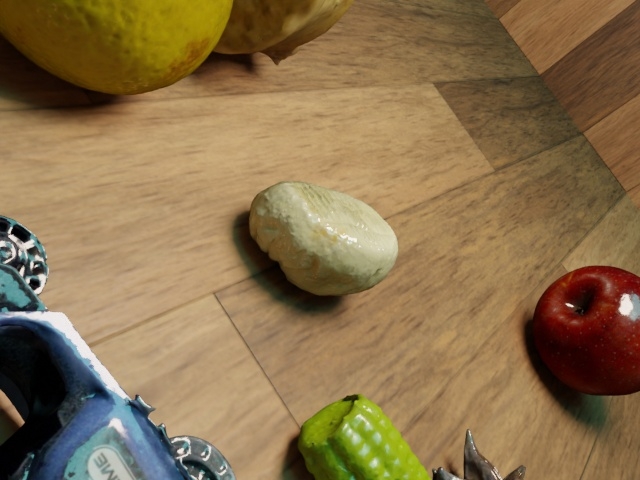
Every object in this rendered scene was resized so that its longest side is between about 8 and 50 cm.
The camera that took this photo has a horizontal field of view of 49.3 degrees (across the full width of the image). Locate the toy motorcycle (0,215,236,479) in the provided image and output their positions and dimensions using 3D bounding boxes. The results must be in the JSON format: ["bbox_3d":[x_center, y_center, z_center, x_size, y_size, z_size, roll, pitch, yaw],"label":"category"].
[{"bbox_3d":[-0.194,0.143,0.441,0.358,0.125,0.213,55,37,0],"label":"toy motorcycle"}]

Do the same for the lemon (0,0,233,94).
[{"bbox_3d":[-0.215,-0.275,0.707,0.267,0.267,0.267,32,38,-28],"label":"lemon"}]

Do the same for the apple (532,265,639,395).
[{"bbox_3d":[0.469,0.151,1.166,0.201,0.218,0.218,33,37,-28],"label":"apple"}]

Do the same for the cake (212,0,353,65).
[{"bbox_3d":[-0.072,-0.426,0.974,0.332,0.332,0.321,50,27,-3],"label":"cake"}]

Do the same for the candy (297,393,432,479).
[{"bbox_3d":[0.067,0.250,0.693,0.209,0.097,0.097,51,32,-6],"label":"candy"}]

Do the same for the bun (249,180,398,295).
[{"bbox_3d":[0.000,0.000,0.844,0.188,0.111,0.164,11,33,-42],"label":"bun"}]

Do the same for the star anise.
[{"bbox_3d":[0.202,0.322,0.811,0.205,0.061,0.180,33,42,-22],"label":"star anise"}]
